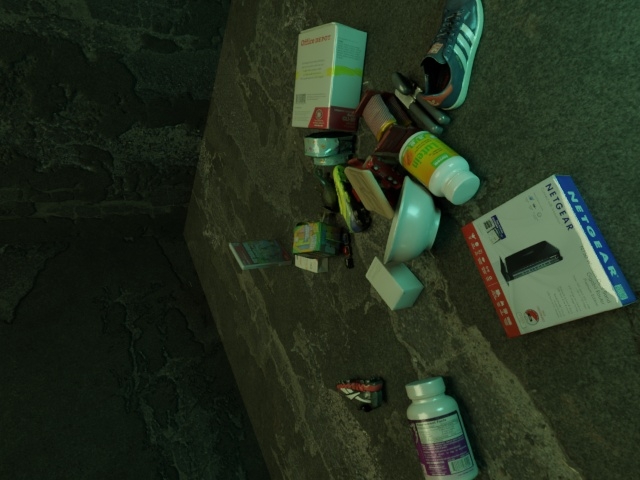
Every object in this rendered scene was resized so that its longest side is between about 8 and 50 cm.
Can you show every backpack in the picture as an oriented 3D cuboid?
[{"bbox_3d":[0.026,-0.383,1.737,0.166,0.188,0.144,25,114,52],"label":"backpack"}]

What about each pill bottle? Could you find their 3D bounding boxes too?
[{"bbox_3d":[0.376,0.604,1.347,0.169,0.169,0.301,-35,64,52],"label":"pill bottle"},{"bbox_3d":[0.366,-0.221,1.292,0.245,0.136,0.136,54,135,38],"label":"pill bottle"}]

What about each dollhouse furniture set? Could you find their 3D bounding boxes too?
[{"bbox_3d":[0.181,-0.334,1.541,0.374,0.152,0.201,-57,49,42],"label":"dollhouse furniture set"}]

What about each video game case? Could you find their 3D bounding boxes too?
[{"bbox_3d":[-0.315,0.070,2.214,0.204,0.285,0.025,51,133,40],"label":"video game case"}]

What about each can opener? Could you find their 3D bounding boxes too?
[{"bbox_3d":[0.316,-0.452,1.379,0.074,0.093,0.280,-58,47,36],"label":"can opener"}]

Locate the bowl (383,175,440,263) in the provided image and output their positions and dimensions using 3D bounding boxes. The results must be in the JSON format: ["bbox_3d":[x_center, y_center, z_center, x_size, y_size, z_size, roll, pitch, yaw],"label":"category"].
[{"bbox_3d":[0.304,-0.052,1.357,0.298,0.134,0.297,13,-90,-83],"label":"bowl"}]

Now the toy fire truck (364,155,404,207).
[{"bbox_3d":[0.218,-0.204,1.478,0.135,0.192,0.047,-34,29,53],"label":"toy fire truck"}]

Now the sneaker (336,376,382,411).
[{"bbox_3d":[0.159,0.641,1.741,0.276,0.098,0.135,-25,71,53],"label":"sneaker"}]

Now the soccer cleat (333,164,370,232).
[{"bbox_3d":[0.103,-0.165,1.707,0.121,0.093,0.289,-30,78,51],"label":"soccer cleat"}]

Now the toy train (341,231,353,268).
[{"bbox_3d":[0.114,0.043,1.792,0.027,0.036,0.158,-11,84,56],"label":"toy train"}]

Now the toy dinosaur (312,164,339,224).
[{"bbox_3d":[0.033,-0.208,1.774,0.313,0.121,0.160,92,159,-60],"label":"toy dinosaur"}]

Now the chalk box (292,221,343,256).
[{"bbox_3d":[0.000,0.000,1.806,0.213,0.132,0.132,-9,71,44],"label":"chalk box"}]

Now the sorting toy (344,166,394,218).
[{"bbox_3d":[0.172,-0.173,1.459,0.193,0.038,0.208,56,173,-19],"label":"sorting toy"}]

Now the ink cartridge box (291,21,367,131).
[{"bbox_3d":[0.029,-0.654,1.724,0.279,0.160,0.384,25,114,52],"label":"ink cartridge box"}]

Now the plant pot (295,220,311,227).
[{"bbox_3d":[-0.084,-0.039,2.053,0.083,0.083,0.079,54,147,38],"label":"plant pot"}]

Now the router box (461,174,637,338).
[{"bbox_3d":[0.561,0.049,1.081,0.301,0.082,0.335,-41,60,50],"label":"router box"}]

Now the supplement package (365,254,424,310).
[{"bbox_3d":[0.266,0.148,1.517,0.179,0.105,0.105,54,135,39],"label":"supplement package"}]

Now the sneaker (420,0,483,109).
[{"bbox_3d":[0.372,-0.572,1.231,0.131,0.148,0.349,18,108,54],"label":"sneaker"}]

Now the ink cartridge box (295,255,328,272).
[{"bbox_3d":[-0.045,0.081,2.010,0.198,0.067,0.115,11,103,54],"label":"ink cartridge box"}]
